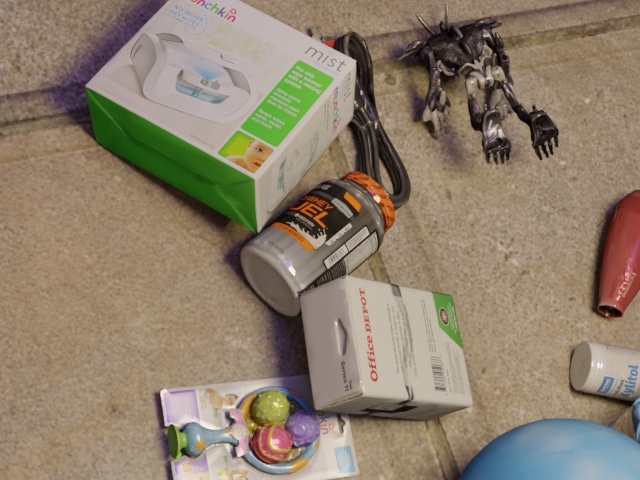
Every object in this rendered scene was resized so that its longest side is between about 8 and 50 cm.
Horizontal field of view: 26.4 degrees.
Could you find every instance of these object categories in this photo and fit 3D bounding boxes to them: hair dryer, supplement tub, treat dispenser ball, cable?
[{"bbox_3d":[0.498,0.026,1.908,0.293,0.080,0.223,-23,77,-24],"label":"hair dryer"},{"bbox_3d":[0.396,0.176,1.819,0.107,0.071,0.071,11,66,-13],"label":"supplement tub"},{"bbox_3d":[0.286,0.352,1.590,0.288,0.288,0.288,6,67,-15],"label":"treat dispenser ball"},{"bbox_3d":[0.046,-0.174,1.881,0.139,0.072,0.287,-30,92,-43],"label":"cable"},{"bbox_3d":[0.000,0.000,1.743,0.190,0.117,0.117,-40,84,-27],"label":"supplement tub"}]

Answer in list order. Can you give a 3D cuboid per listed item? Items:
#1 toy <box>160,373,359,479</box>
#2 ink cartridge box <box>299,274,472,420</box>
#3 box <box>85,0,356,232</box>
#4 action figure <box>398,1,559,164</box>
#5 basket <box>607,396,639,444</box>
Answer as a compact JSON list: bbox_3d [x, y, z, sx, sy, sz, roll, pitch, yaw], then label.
[{"bbox_3d":[-0.068,0.231,1.661,0.237,0.056,0.137,-5,71,-19],"label":"toy"},{"bbox_3d":[0.081,0.136,1.680,0.208,0.087,0.153,13,61,-45],"label":"ink cartridge box"},{"bbox_3d":[-0.122,-0.176,1.740,0.262,0.127,0.231,30,62,17],"label":"box"},{"bbox_3d":[0.211,-0.209,1.889,0.164,0.141,0.275,-16,47,-14],"label":"action figure"},{"bbox_3d":[0.510,0.250,1.700,0.255,0.289,0.201,-17,74,-22],"label":"basket"}]
